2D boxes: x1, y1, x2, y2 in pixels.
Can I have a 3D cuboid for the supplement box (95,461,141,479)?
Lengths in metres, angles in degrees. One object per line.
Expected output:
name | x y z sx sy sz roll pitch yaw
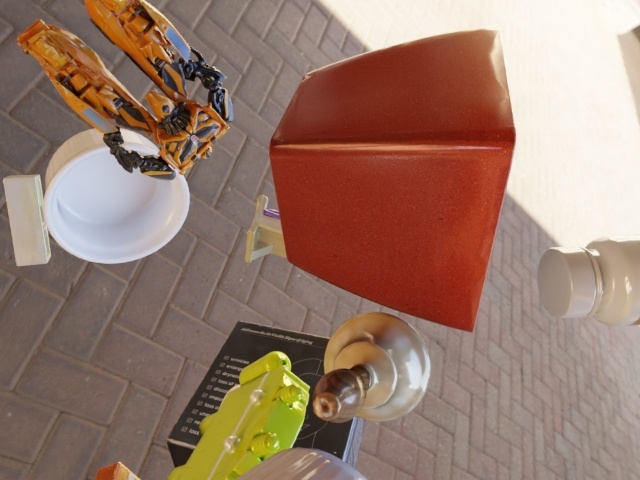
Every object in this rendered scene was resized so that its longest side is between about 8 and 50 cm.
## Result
supplement box | -0.577 0.766 1.456 0.080 0.078 0.233 -105 171 -54

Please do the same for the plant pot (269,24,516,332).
plant pot | 0.082 -0.083 0.593 0.267 0.235 0.267 -73 163 -45

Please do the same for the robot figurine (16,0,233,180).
robot figurine | -0.249 -0.211 0.689 0.211 0.085 0.291 -46 133 -4

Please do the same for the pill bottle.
pill bottle | 0.449 0.057 0.699 0.229 0.131 0.131 -2 64 -1

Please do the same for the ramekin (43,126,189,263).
ramekin | -0.432 -0.101 1.020 0.277 0.277 0.135 8 29 -41

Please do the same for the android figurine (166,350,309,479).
android figurine | -0.107 0.250 0.610 0.056 0.273 0.248 40 47 -9

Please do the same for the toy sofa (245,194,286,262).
toy sofa | 0.000 0.000 1.241 0.362 0.150 0.177 18 57 0

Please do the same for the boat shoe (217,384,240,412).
boat shoe | -0.203 0.489 1.096 0.109 0.091 0.305 21 84 -42

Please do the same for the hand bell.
hand bell | 0.034 0.134 0.454 0.242 0.126 0.126 23 46 -74

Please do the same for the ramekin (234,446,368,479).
ramekin | -0.008 0.276 0.400 0.109 0.207 0.207 -27 88 -41

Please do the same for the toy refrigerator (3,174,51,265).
toy refrigerator | -0.905 -0.066 1.510 0.094 0.102 0.270 -6 103 -22

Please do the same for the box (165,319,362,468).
box | -0.115 0.535 1.463 0.472 0.479 0.297 -64 158 -51
